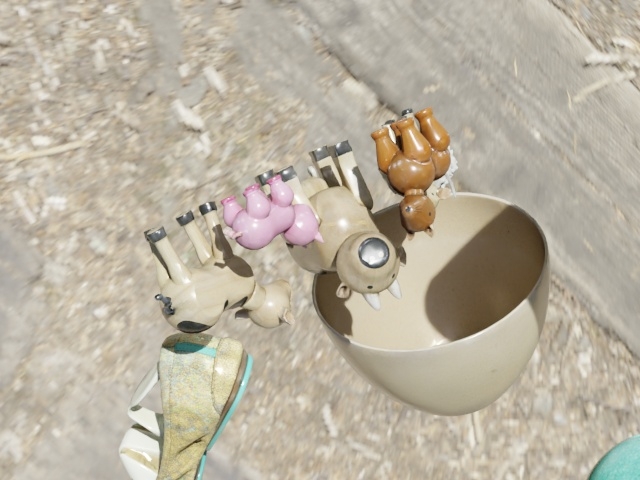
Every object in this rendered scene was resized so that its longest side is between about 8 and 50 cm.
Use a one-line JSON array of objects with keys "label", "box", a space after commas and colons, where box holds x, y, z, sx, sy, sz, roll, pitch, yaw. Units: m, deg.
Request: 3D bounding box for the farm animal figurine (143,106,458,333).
[{"label": "farm animal figurine", "box": [0.000, 0.000, 1.506, 0.330, 0.327, 0.172, -23, 96, 5]}]

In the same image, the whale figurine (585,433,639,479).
[{"label": "whale figurine", "box": [0.340, 0.233, 1.294, 0.216, 0.272, 0.141, -15, 80, -24]}]

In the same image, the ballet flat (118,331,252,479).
[{"label": "ballet flat", "box": [-0.169, 0.222, 1.637, 0.123, 0.123, 0.348, 24, 135, 2]}]

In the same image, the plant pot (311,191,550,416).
[{"label": "plant pot", "box": [0.152, 0.102, 1.756, 0.284, 0.284, 0.191, -12, 128, 10]}]
